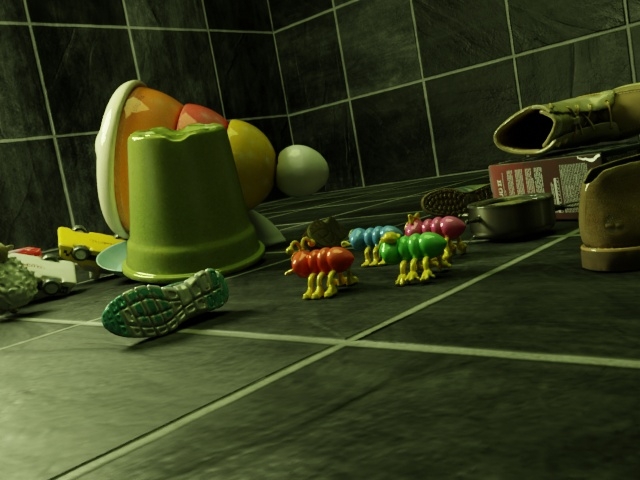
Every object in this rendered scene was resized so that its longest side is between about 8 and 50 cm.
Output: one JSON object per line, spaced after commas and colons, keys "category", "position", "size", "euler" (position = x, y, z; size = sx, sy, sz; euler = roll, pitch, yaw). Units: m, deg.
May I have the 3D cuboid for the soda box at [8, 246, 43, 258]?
{"category": "soda box", "position": [-0.679, 0.067, 1.504], "size": [0.083, 0.092, 0.263], "euler": [-16, 8, -28]}

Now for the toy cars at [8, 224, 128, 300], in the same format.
{"category": "toy cars", "position": [-0.535, 0.057, 1.375], "size": [0.176, 0.087, 0.393], "euler": [31, 23, 16]}

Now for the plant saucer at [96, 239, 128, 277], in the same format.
{"category": "plant saucer", "position": [-0.362, 0.040, 1.374], "size": [0.194, 0.038, 0.195], "euler": [-2, 20, 1]}

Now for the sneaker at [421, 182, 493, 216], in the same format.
{"category": "sneaker", "position": [0.317, -0.090, 1.511], "size": [0.192, 0.064, 0.086], "euler": [-10, -1, -5]}

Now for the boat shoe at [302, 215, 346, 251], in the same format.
{"category": "boat shoe", "position": [0.000, 0.000, 1.235], "size": [0.060, 0.064, 0.178], "euler": [-40, -4, 16]}

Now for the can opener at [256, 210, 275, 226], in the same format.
{"category": "can opener", "position": [-0.209, -0.008, 1.652], "size": [0.095, 0.076, 0.283], "euler": [-44, -11, 30]}

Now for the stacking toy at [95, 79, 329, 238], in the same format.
{"category": "stacking toy", "position": [-0.221, -0.159, 1.470], "size": [0.479, 0.351, 0.350], "euler": [5, 7, 1]}

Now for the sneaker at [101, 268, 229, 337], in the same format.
{"category": "sneaker", "position": [-0.193, 0.085, 0.807], "size": [0.166, 0.065, 0.076], "euler": [-12, -11, -45]}

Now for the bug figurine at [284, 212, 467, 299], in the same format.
{"category": "bug figurine", "position": [0.086, 0.009, 0.915], "size": [0.216, 0.072, 0.279], "euler": [-7, 7, 26]}

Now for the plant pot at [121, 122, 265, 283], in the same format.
{"category": "plant pot", "position": [-0.253, -0.084, 1.244], "size": [0.276, 0.254, 0.276], "euler": [-5, 17, 1]}

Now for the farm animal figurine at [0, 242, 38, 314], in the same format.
{"category": "farm animal figurine", "position": [-0.666, 0.000, 1.062], "size": [0.330, 0.327, 0.172], "euler": [-15, -32, -47]}

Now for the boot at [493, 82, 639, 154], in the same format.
{"category": "boot", "position": [0.453, -0.209, 1.146], "size": [0.262, 0.095, 0.203], "euler": [-7, 6, 40]}

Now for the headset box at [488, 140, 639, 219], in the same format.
{"category": "headset box", "position": [0.464, -0.108, 1.180], "size": [0.218, 0.110, 0.293], "euler": [-13, 7, -25]}

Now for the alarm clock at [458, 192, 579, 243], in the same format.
{"category": "alarm clock", "position": [0.315, -0.040, 1.023], "size": [0.192, 0.064, 0.129], "euler": [-12, 6, 8]}

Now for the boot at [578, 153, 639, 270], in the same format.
{"category": "boot", "position": [0.426, -0.047, 0.694], "size": [0.305, 0.115, 0.112], "euler": [-9, 5, 3]}

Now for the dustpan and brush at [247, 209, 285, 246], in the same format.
{"category": "dustpan and brush", "position": [-0.198, -0.048, 1.568], "size": [0.147, 0.211, 0.060], "euler": [-17, -27, -47]}
